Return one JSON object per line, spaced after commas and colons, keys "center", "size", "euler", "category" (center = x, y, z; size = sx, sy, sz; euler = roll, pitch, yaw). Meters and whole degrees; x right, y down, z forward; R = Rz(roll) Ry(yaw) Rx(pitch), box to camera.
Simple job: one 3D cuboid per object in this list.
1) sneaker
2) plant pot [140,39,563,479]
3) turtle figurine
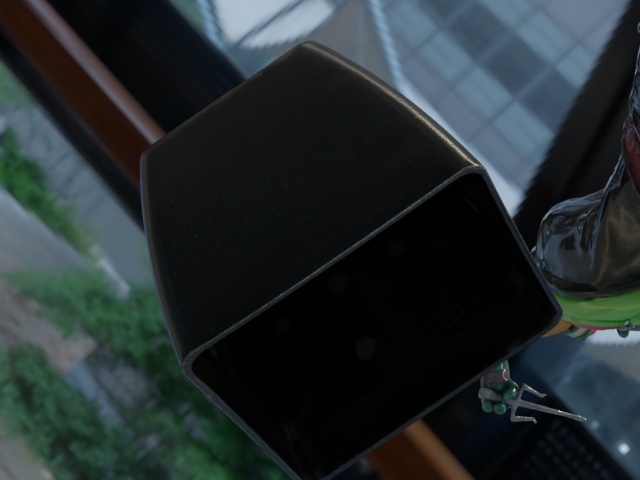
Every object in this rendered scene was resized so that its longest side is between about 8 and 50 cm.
{"center": [0.276, -0.060, 1.070], "size": [0.483, 0.185, 0.202], "euler": [142, -57, -67], "category": "sneaker"}
{"center": [0.000, 0.000, 0.966], "size": [0.167, 0.187, 0.188], "euler": [57, 2, 35], "category": "plant pot"}
{"center": [0.177, 0.072, 1.423], "size": [0.234, 0.175, 0.118], "euler": [10, 46, -32], "category": "turtle figurine"}
